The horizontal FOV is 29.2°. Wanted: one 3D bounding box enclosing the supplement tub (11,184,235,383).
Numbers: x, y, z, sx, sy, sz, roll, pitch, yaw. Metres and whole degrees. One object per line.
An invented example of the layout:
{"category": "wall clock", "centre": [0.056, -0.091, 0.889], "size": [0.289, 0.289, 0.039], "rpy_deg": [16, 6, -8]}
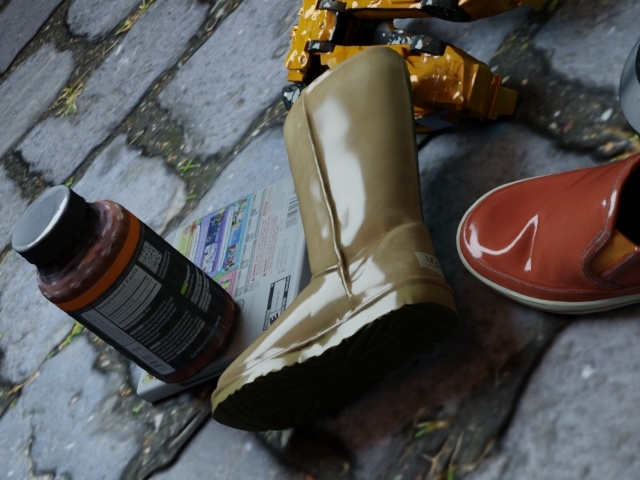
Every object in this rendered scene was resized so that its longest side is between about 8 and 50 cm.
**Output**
{"category": "supplement tub", "centre": [-0.174, 0.035, 1.079], "size": [0.106, 0.198, 0.106], "rpy_deg": [-30, 36, 25]}

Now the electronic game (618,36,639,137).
{"category": "electronic game", "centre": [0.322, -0.143, 0.875], "size": [0.229, 0.048, 0.229], "rpy_deg": [-28, 33, 20]}

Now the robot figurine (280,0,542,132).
{"category": "robot figurine", "centre": [0.071, -0.190, 1.159], "size": [0.291, 0.085, 0.211], "rpy_deg": [13, 86, 54]}

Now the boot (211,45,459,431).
{"category": "boot", "centre": [0.000, 0.000, 1.015], "size": [0.236, 0.089, 0.269], "rpy_deg": [-30, 47, 22]}

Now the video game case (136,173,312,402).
{"category": "video game case", "centre": [-0.082, 0.039, 1.175], "size": [0.193, 0.023, 0.212], "rpy_deg": [-24, 40, 32]}

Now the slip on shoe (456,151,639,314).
{"category": "slip on shoe", "centre": [0.214, -0.017, 0.818], "size": [0.331, 0.101, 0.123], "rpy_deg": [2, 58, 52]}
